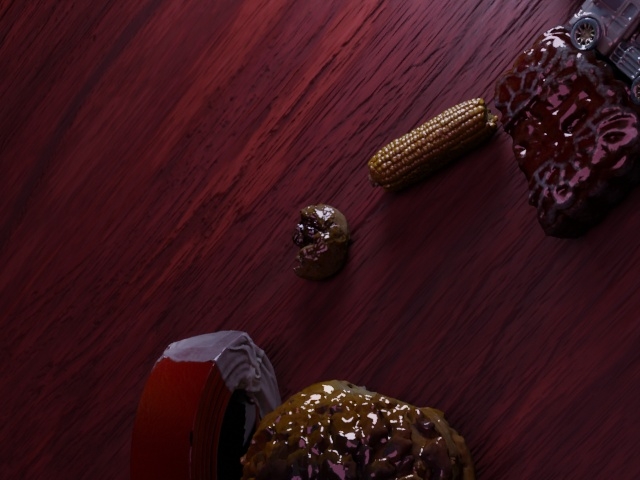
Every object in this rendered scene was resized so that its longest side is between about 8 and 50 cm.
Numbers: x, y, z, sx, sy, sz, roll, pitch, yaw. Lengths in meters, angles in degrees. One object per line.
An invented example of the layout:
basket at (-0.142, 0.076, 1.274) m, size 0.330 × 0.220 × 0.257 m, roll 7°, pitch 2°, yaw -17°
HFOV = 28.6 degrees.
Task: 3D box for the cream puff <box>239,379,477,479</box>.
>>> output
cream puff at (0.031, 0.323, 1.606) m, size 0.327 × 0.231 × 0.343 m, roll -43°, pitch 58°, yaw 20°

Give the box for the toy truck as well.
toy truck at (0.425, -0.223, 1.484) m, size 0.257 × 0.108 × 0.140 m, roll 52°, pitch 121°, yaw 32°

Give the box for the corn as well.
corn at (0.152, -0.130, 1.747) m, size 0.207 × 0.068 × 0.068 m, roll -30°, pitch 63°, yaw 24°

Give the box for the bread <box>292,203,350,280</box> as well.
bread at (0.000, 0.000, 1.816) m, size 0.082 × 0.060 × 0.113 m, roll -7°, pitch 72°, yaw 34°

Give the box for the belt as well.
belt at (-0.151, 0.280, 1.737) m, size 0.115 × 0.227 × 0.324 m, roll -4°, pitch 76°, yaw 30°

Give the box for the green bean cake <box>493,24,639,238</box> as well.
green bean cake at (0.319, -0.147, 1.618) m, size 0.198 × 0.097 × 0.233 m, roll -44°, pitch 57°, yaw 23°
